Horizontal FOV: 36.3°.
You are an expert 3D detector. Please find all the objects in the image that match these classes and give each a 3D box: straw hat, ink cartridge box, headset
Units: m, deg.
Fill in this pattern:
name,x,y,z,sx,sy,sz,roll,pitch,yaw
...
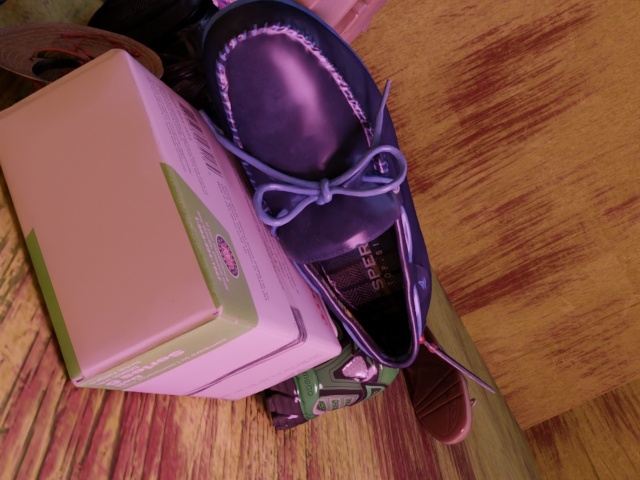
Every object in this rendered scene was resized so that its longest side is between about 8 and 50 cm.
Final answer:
name,x,y,z,sx,sy,sz,roll,pitch,yaw
straw hat,-0.189,-0.115,0.746,0.144,0.144,0.061,-99,-159,-61
ink cartridge box,-0.102,0.007,0.736,0.198,0.114,0.273,67,10,18
headset,-0.107,-0.168,0.969,0.243,0.185,0.394,61,6,-9

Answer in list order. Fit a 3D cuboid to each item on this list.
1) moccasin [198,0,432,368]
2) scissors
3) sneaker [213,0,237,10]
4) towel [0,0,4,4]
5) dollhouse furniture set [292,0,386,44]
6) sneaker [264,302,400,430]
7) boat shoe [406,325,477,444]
name,x,y,z,sx,sy,sz,roll,pitch,yaw
moccasin,0.023,-0.033,0.755,0.342,0.137,0.117,55,17,-38
scissors,0.177,0.177,1.677,0.297,0.021,0.109,40,7,11
sneaker,-0.132,-0.367,1.329,0.236,0.104,0.095,19,31,-30
towel,-0.260,-0.216,0.753,0.067,0.029,0.119,56,12,-23
dollhouse furniture set,-0.082,-0.340,0.786,0.355,0.174,0.303,42,2,6
sneaker,0.034,0.109,1.040,0.343,0.146,0.134,-59,137,-78
boat shoe,0.220,0.262,1.754,0.089,0.104,0.285,44,18,-32
